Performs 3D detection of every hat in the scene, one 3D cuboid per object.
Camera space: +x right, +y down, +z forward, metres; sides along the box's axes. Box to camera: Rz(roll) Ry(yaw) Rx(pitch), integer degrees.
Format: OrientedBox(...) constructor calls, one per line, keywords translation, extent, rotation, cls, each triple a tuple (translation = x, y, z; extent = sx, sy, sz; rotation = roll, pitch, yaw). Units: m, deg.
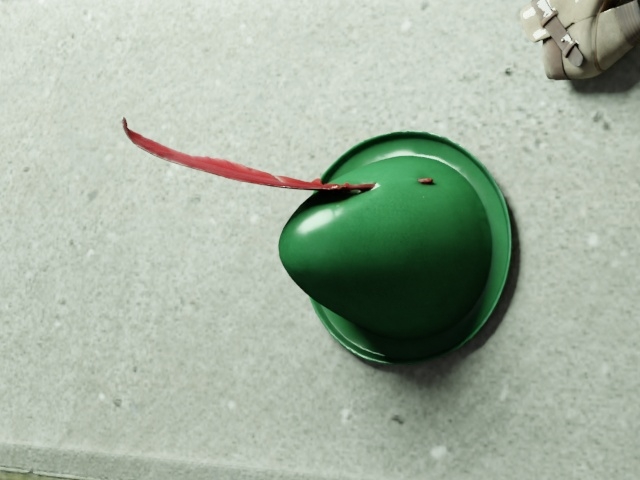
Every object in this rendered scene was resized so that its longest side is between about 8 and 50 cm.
OrientedBox(translation=(0.000, 0.000, 1.236), extent=(0.209, 0.183, 0.173), rotation=(-4, 84, 35), cls="hat")

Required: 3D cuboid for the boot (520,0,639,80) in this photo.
OrientedBox(translation=(0.176, -0.170, 1.215), extent=(0.087, 0.042, 0.118), rotation=(-21, 74, 34), cls="boot")
